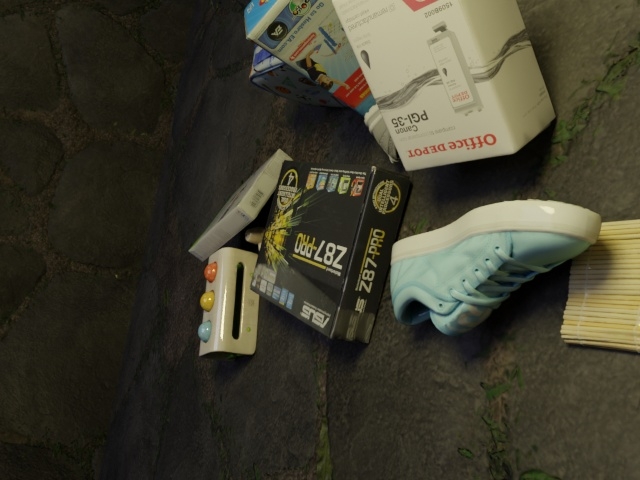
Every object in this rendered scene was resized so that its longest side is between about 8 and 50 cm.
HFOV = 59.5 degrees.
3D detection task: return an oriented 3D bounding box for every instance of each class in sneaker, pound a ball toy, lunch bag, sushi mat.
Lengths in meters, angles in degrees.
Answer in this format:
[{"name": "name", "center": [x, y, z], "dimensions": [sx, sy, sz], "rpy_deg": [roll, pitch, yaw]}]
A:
[{"name": "sneaker", "center": [0.216, 0.053, 0.748], "dimensions": [0.366, 0.135, 0.150], "rpy_deg": [149, 128, -66]}, {"name": "sneaker", "center": [0.199, -0.237, 0.959], "dimensions": [0.281, 0.105, 0.115], "rpy_deg": [-38, 69, 48]}, {"name": "pound a ball toy", "center": [-0.225, 0.132, 1.438], "dimensions": [0.208, 0.136, 0.318], "rpy_deg": [-29, 54, 52]}, {"name": "lunch bag", "center": [-0.013, -0.373, 1.199], "dimensions": [0.303, 0.243, 0.114], "rpy_deg": [9, 85, 61]}, {"name": "sushi mat", "center": [0.391, 0.044, 0.558], "dimensions": [0.317, 0.019, 0.151], "rpy_deg": [-6, 71, 59]}]

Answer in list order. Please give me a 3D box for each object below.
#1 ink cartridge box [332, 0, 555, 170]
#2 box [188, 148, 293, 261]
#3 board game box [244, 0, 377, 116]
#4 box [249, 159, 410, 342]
[{"name": "ink cartridge box", "center": [0.171, -0.253, 0.783], "dimensions": [0.207, 0.117, 0.282], "rpy_deg": [-2, 120, 53]}, {"name": "box", "center": [-0.218, -0.089, 1.509], "dimensions": [0.322, 0.058, 0.232], "rpy_deg": [-31, 23, 49]}, {"name": "board game box", "center": [0.086, -0.386, 0.932], "dimensions": [0.308, 0.302, 0.086], "rpy_deg": [-38, 45, 31]}, {"name": "box", "center": [0.000, 0.000, 1.158], "dimensions": [0.395, 0.097, 0.318], "rpy_deg": [20, 97, 60]}]
